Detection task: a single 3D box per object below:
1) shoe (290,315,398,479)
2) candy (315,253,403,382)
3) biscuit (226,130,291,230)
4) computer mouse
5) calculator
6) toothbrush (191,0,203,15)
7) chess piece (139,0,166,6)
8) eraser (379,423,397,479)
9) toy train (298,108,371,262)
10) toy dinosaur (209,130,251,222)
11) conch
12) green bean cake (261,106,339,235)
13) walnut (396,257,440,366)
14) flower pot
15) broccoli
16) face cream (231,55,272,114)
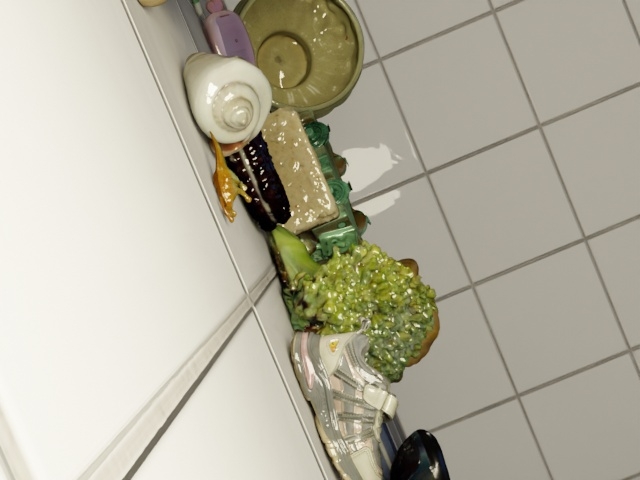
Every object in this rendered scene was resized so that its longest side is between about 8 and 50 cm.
[{"bbox_3d":[0.038,0.169,0.816,0.089,0.092,0.180,59,8,-79],"label":"shoe"},{"bbox_3d":[0.048,0.139,1.286,0.102,0.104,0.234,85,-17,-80],"label":"candy"},{"bbox_3d":[-0.089,-0.103,0.996,0.194,0.053,0.195,-22,90,-89],"label":"biscuit"},{"bbox_3d":[0.163,0.423,1.255,0.137,0.096,0.233,-101,-178,-79],"label":"computer mouse"},{"bbox_3d":[-0.176,-0.387,1.498,0.103,0.024,0.166,-33,106,-46],"label":"calculator"},{"bbox_3d":[-0.268,-0.525,1.415,0.018,0.024,0.257,-110,178,-49],"label":"toothbrush"},{"bbox_3d":[-0.181,-0.281,0.793,0.083,0.038,0.084,-22,90,-86],"label":"chess piece"},{"bbox_3d":[0.121,0.391,1.383,0.082,0.036,0.225,-97,165,-75],"label":"eraser"},{"bbox_3d":[-0.018,-0.098,1.416,0.129,0.159,0.326,61,10,-51],"label":"toy train"},{"bbox_3d":[-0.094,-0.062,0.788,0.041,0.026,0.113,38,34,-51],"label":"toy dinosaur"},{"bbox_3d":[-0.118,-0.158,0.864,0.176,0.094,0.104,28,-16,45],"label":"conch"},{"bbox_3d":[-0.052,-0.095,1.135,0.085,0.109,0.179,36,32,-87],"label":"green bean cake"},{"bbox_3d":[0.121,0.142,1.503,0.224,0.257,0.257,35,3,-1],"label":"walnut"},{"bbox_3d":[-0.071,-0.402,1.686,0.308,0.307,0.244,67,-14,-8],"label":"flower pot"},{"bbox_3d":[0.050,0.068,1.005,0.242,0.180,0.273,62,5,-60],"label":"broccoli"},{"bbox_3d":[-0.125,-0.241,1.378,0.285,0.067,0.139,-107,175,-65],"label":"face cream"}]
